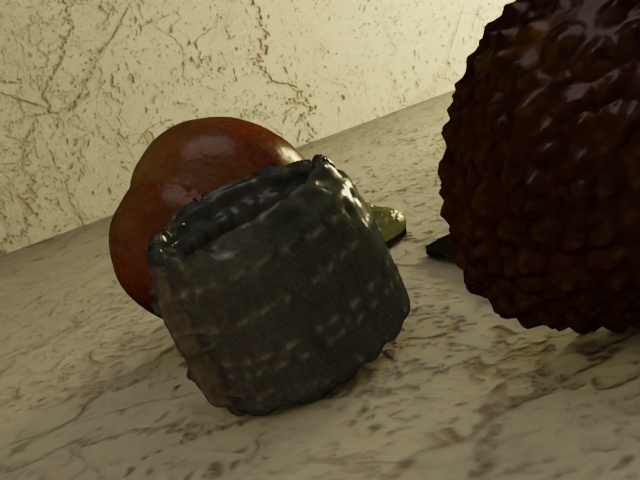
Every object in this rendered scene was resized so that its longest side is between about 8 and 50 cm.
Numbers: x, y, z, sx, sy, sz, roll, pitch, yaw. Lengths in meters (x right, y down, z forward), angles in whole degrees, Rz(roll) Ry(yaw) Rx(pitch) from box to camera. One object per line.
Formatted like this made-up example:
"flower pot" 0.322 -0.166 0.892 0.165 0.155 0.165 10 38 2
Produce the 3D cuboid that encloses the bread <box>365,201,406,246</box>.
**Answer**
"bread" 0.000 0.000 1.346 0.287 0.056 0.207 -7 19 47

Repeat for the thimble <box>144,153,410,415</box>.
"thimble" -0.044 0.034 0.907 0.205 0.172 0.236 -15 18 37

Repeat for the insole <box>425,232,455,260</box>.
"insole" 0.185 0.013 1.036 0.110 0.012 0.309 -24 11 -15

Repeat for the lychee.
"lychee" 0.215 -0.071 0.725 0.304 0.276 0.276 -52 12 1

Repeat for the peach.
"peach" -0.111 -0.017 1.152 0.253 0.252 0.252 -20 11 4
